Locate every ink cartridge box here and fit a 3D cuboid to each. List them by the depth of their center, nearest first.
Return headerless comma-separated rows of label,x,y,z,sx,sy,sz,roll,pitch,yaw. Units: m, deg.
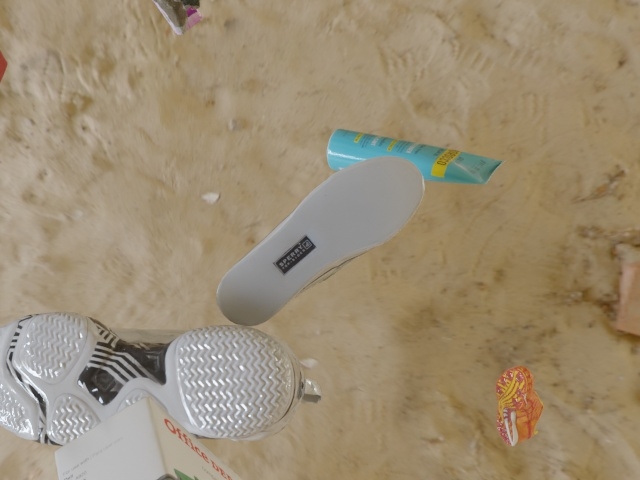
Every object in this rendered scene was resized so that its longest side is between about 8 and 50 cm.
ink cartridge box,-0.098,0.244,0.785,0.093,0.219,0.160,-32,132,5

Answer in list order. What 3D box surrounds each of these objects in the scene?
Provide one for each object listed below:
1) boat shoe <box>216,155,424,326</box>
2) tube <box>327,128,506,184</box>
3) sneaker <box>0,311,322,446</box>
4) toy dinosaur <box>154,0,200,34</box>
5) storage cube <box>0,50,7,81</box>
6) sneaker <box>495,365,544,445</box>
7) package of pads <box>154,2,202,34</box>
boat shoe,0.000,0.000,1.223,0.267,0.088,0.096,-42,93,3
tube,0.111,-0.095,1.303,0.207,0.080,0.052,11,123,24
sneaker,-0.179,0.158,1.181,0.366,0.210,0.137,-1,79,18
toy dinosaur,-0.149,-0.362,1.199,0.121,0.160,0.313,14,126,-21
storage cube,-0.658,-0.279,1.820,0.215,0.183,0.193,19,75,-1
sneaker,0.303,0.240,1.635,0.067,0.175,0.064,-24,52,-16
package of pads,-0.230,-0.374,1.729,0.050,0.032,0.083,-40,114,-9
